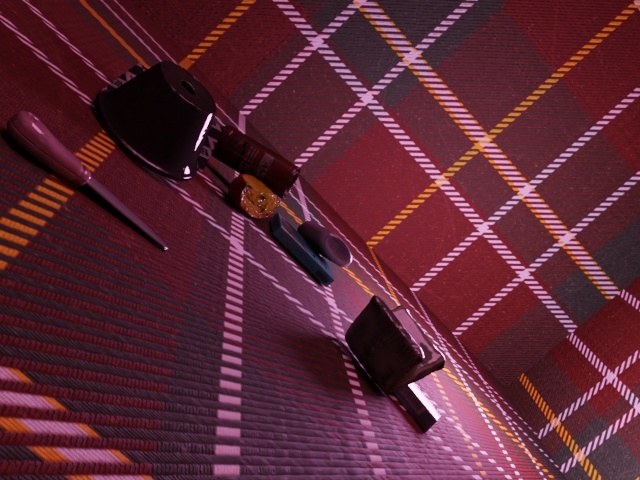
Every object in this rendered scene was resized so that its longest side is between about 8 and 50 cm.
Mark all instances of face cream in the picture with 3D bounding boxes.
[{"bbox_3d":[0.000,0.000,2.349,0.144,0.071,0.291,49,-8,-22],"label":"face cream"}]

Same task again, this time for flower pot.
[{"bbox_3d":[-0.333,-0.278,1.625,0.269,0.166,0.269,39,19,-16],"label":"flower pot"}]

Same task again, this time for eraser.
[{"bbox_3d":[0.223,0.389,1.926,0.212,0.046,0.092,50,9,14],"label":"eraser"}]

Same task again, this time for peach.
[{"bbox_3d":[-0.189,-0.115,2.021,0.127,0.092,0.172,42,14,13],"label":"peach"}]

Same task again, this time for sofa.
[{"bbox_3d":[0.205,0.240,1.858,0.225,0.176,0.210,-10,54,-44],"label":"sofa"}]

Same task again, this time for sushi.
[{"bbox_3d":[-0.388,-0.293,1.849,0.292,0.059,0.294,38,24,-12],"label":"sushi"}]

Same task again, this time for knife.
[{"bbox_3d":[-0.364,-0.085,1.199,0.336,0.043,0.081,49,-1,-42],"label":"knife"}]

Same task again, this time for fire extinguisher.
[{"bbox_3d":[-0.219,-0.251,2.105,0.336,0.107,0.147,31,-17,1],"label":"fire extinguisher"}]

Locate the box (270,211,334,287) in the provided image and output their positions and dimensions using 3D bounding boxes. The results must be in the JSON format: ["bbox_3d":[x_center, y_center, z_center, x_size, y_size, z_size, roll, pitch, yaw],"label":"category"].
[{"bbox_3d":[-0.056,0.026,2.214,0.229,0.041,0.162,46,7,-17],"label":"box"}]

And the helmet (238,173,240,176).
[{"bbox_3d":[-0.213,-0.156,2.195,0.111,0.057,0.089,13,74,-41],"label":"helmet"}]
